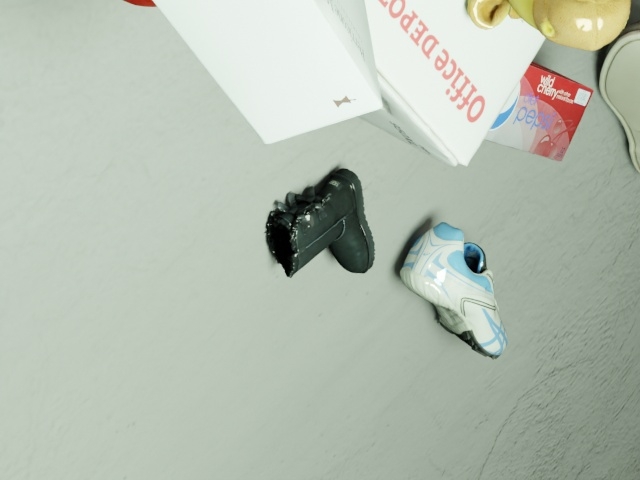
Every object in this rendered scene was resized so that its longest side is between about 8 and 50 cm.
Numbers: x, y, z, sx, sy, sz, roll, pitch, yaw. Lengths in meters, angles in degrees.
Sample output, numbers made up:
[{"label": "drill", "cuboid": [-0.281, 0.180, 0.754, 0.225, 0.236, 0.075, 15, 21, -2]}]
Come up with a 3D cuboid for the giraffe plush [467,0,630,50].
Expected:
[{"label": "giraffe plush", "cuboid": [0.190, -0.219, 1.262, 0.210, 0.181, 0.171, -76, 180, -52]}]

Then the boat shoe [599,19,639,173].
[{"label": "boat shoe", "cuboid": [0.387, -0.173, 1.909, 0.335, 0.112, 0.096, 59, 47, -60]}]

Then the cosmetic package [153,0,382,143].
[{"label": "cosmetic package", "cuboid": [-0.080, -0.276, 1.035, 0.097, 0.284, 0.377, -18, 148, 14]}]

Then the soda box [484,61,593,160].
[{"label": "soda box", "cuboid": [0.156, -0.145, 1.612, 0.263, 0.092, 0.083, 10, 107, -56]}]

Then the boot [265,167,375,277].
[{"label": "boot", "cuboid": [0.000, 0.000, 1.558, 0.099, 0.045, 0.121, -38, 134, -34]}]

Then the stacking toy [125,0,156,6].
[{"label": "stacking toy", "cuboid": [-0.173, -0.235, 1.081, 0.141, 0.141, 0.330, -60, 154, 0]}]

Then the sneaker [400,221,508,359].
[{"label": "sneaker", "cuboid": [0.157, 0.057, 1.778, 0.086, 0.085, 0.237, -51, 148, -6]}]

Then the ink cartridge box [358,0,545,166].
[{"label": "ink cartridge box", "cuboid": [0.108, -0.300, 1.358, 0.395, 0.166, 0.285, -58, 147, -5]}]
